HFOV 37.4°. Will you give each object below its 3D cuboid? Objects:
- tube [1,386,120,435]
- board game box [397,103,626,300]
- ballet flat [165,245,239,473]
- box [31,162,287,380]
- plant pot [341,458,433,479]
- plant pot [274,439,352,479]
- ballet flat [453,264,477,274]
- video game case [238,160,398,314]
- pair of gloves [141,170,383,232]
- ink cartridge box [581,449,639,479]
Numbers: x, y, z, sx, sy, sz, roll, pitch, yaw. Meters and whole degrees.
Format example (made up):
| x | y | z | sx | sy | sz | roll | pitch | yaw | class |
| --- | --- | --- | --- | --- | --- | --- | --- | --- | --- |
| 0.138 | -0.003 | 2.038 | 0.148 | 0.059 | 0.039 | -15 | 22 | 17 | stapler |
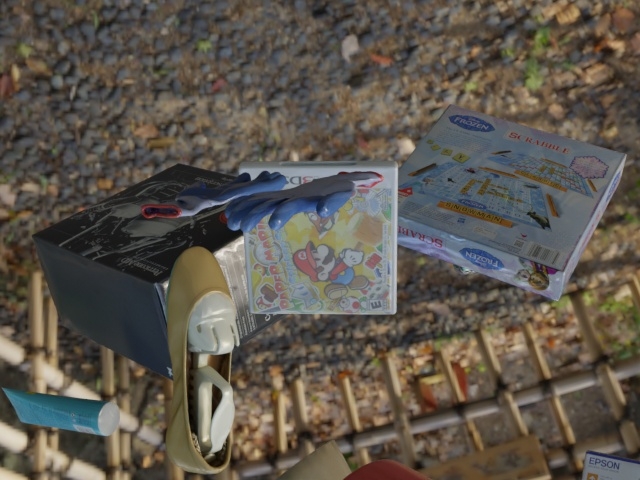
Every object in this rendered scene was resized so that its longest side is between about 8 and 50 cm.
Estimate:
| x | y | z | sx | sy | sz | roll | pitch | yaw | class |
| --- | --- | --- | --- | --- | --- | --- | --- | --- | --- |
| -0.417 | 0.274 | 1.507 | 0.207 | 0.052 | 0.080 | 2 | 122 | 27 | tube |
| 0.288 | -0.075 | 1.522 | 0.318 | 0.318 | 0.066 | 21 | 137 | 22 | board game box |
| -0.111 | 0.124 | 0.955 | 0.080 | 0.232 | 0.073 | -7 | -168 | -43 | ballet flat |
| -0.223 | 0.035 | 1.514 | 0.312 | 0.343 | 0.179 | -33 | 124 | -37 | box |
| 0.122 | 0.427 | 1.206 | 0.275 | 0.243 | 0.275 | -23 | 130 | -31 | plant pot |
| 0.007 | 0.593 | 1.919 | 0.256 | 0.274 | 0.256 | -36 | 166 | -10 | plant pot |
| 0.292 | 0.043 | 1.753 | 0.114 | 0.041 | 0.041 | -2 | 143 | -31 | ballet flat |
| 0.000 | 0.000 | 1.271 | 0.206 | 0.026 | 0.227 | 0 | 119 | 4 | video game case |
| -0.053 | -0.036 | 0.808 | 0.198 | 0.023 | 0.159 | 2 | -165 | 36 | pair of gloves |
| 0.464 | 0.427 | 1.322 | 0.223 | 0.224 | 0.045 | 8 | 162 | 23 | ink cartridge box |
